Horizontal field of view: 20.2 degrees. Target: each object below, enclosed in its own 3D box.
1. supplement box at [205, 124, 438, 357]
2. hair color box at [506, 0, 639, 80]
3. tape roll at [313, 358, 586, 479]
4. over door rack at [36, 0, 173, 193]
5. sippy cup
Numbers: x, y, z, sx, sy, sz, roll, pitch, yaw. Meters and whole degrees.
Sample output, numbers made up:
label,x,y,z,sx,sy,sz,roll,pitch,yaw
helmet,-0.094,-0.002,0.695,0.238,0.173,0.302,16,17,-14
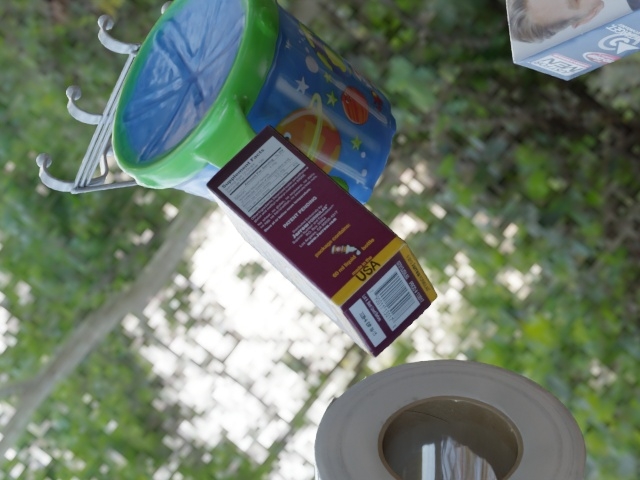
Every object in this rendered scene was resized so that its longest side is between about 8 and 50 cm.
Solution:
label,x,y,z,sx,sy,sz,roll,pitch,yaw
supplement box,0.000,0.000,1.534,0.188,0.081,0.104,41,171,34
hair color box,0.368,-0.323,2.020,0.105,0.347,0.174,11,-113,-42
tape roll,0.116,0.248,1.635,0.246,0.169,0.246,0,-143,0
over door rack,-0.171,-0.168,2.211,0.324,0.239,0.108,1,-137,-35
sippy cup,-0.055,-0.124,1.815,0.224,0.240,0.305,28,-126,-32
